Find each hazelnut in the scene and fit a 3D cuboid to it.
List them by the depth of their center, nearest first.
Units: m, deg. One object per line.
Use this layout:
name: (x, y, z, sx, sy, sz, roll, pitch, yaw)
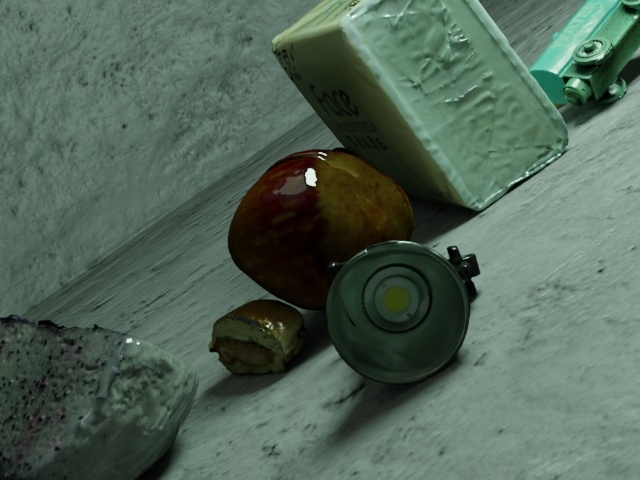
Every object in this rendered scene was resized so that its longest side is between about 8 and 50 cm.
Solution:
hazelnut: (0.000, 0.000, 1.656, 0.218, 0.233, 0.218, -28, 55, 48)

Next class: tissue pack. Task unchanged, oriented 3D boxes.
tissue pack: (0.129, -0.222, 1.880, 0.205, 0.332, 0.405, -39, 13, -10)

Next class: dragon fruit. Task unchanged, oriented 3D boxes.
dragon fruit: (-0.286, 0.224, 1.546, 0.282, 0.204, 0.221, 0, 60, 40)

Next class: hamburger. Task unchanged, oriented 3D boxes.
hamburger: (-0.071, 0.110, 1.661, 0.102, 0.087, 0.176, -42, 13, -30)

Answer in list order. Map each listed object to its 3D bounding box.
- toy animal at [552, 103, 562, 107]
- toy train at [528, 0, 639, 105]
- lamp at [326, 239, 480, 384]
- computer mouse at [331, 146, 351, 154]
toy animal: (0.398, -0.269, 1.989, 0.159, 0.083, 0.070, -42, 5, -1)
toy train: (0.404, -0.291, 1.884, 0.159, 0.101, 0.248, 13, 54, 47)
lamp: (0.091, 0.055, 1.404, 0.172, 0.147, 0.227, -18, 7, 6)
computer mouse: (0.001, -0.050, 2.044, 0.137, 0.096, 0.233, -56, 4, -35)
